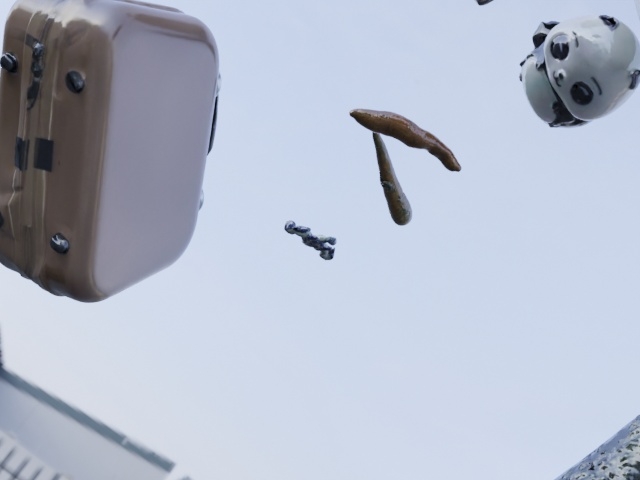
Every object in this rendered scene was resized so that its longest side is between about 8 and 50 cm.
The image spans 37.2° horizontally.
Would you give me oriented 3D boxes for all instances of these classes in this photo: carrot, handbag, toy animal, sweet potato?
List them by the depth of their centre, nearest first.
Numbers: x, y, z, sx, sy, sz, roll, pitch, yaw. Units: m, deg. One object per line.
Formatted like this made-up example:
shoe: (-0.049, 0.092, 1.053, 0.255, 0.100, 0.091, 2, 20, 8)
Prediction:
handbag: (-0.203, -0.106, 0.997, 0.149, 0.283, 0.301, 18, -70, 27)
sweet potato: (0.123, -0.147, 1.325, 0.179, 0.044, 0.044, 24, -22, -9)
toy animal: (0.364, -0.248, 1.334, 0.166, 0.138, 0.179, 64, -9, -2)
carrot: (0.138, -0.123, 1.888, 0.049, 0.049, 0.254, 17, -37, 38)

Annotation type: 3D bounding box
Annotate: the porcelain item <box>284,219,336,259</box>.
porcelain item: (0.000, 0.000, 1.759, 0.075, 0.021, 0.136, -3, -29, 41)

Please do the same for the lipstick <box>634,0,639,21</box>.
lipstick: (0.462, -0.334, 1.269, 0.087, 0.326, 0.087, 3, -46, 3)

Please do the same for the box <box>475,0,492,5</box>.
box: (0.198, -0.430, 1.057, 0.153, 0.188, 0.252, 60, 5, 33)

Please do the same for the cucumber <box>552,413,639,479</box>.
cucumber: (0.189, 0.167, 0.621, 0.067, 0.245, 0.067, 55, -7, 11)
